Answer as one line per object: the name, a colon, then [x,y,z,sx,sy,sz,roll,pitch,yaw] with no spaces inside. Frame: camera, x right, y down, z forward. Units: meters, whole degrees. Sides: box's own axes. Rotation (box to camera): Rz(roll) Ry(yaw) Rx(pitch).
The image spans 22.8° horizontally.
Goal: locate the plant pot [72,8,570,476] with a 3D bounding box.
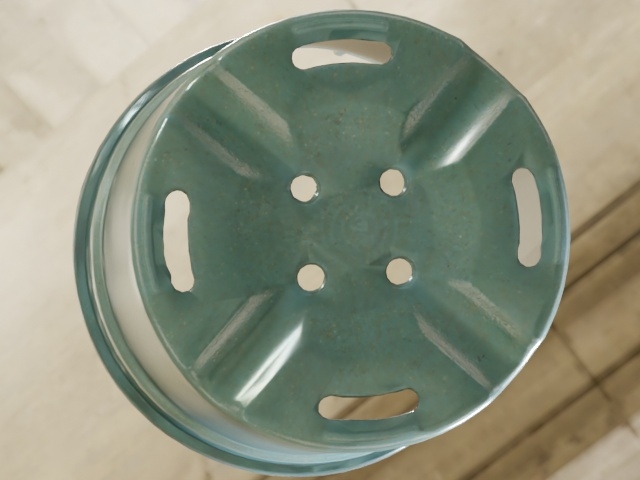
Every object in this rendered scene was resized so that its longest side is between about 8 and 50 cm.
plant pot: [0.000,0.000,1.048,0.341,0.341,0.334,51,173,-1]
